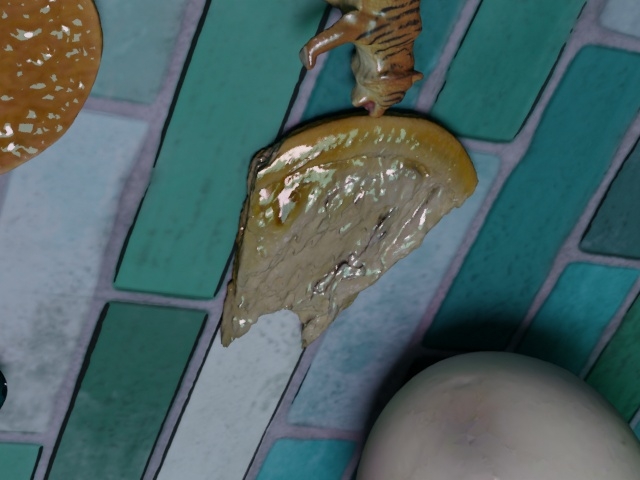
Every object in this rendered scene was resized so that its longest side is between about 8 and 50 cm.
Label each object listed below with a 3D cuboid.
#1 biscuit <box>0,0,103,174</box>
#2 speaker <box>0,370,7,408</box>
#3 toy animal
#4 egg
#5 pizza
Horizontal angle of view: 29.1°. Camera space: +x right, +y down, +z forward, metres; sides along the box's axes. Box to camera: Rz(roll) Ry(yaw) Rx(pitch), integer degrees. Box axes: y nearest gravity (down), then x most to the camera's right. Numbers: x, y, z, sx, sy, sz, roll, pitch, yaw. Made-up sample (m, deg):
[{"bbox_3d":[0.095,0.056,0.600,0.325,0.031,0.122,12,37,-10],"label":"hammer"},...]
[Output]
[{"bbox_3d":[-0.282,-0.109,0.782,0.289,0.044,0.202,-21,132,-1],"label":"biscuit"},{"bbox_3d":[-0.299,0.119,0.966,0.094,0.060,0.075,36,114,-1],"label":"speaker"},{"bbox_3d":[0.033,-0.189,0.833,0.099,0.057,0.241,-8,129,-23],"label":"toy animal"},{"bbox_3d":[0.166,0.248,1.088,0.283,0.283,0.345,-20,125,-4],"label":"egg"},{"bbox_3d":[0.000,0.000,0.985,0.181,0.034,0.262,20,119,-33],"label":"pizza"}]
